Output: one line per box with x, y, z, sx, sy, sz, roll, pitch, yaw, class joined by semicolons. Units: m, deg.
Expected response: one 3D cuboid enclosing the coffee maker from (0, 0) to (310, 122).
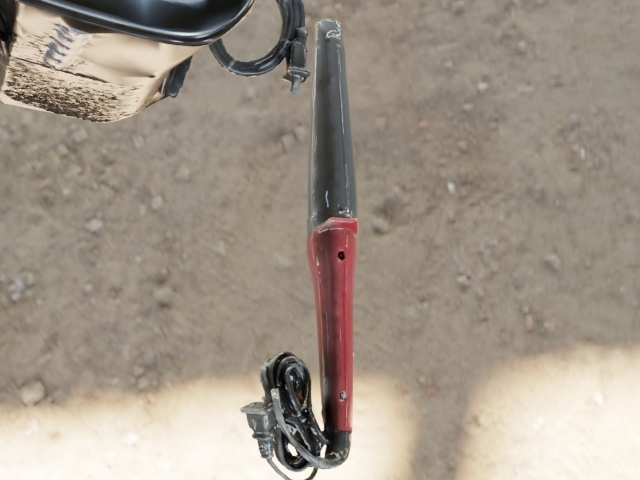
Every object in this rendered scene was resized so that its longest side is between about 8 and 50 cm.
-0.065;-0.109;0.486;0.171;0.178;0.120;-9;90;-18;coffee maker

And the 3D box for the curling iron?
0.000;0.000;0.813;0.035;0.068;0.274;-8;68;39;curling iron
